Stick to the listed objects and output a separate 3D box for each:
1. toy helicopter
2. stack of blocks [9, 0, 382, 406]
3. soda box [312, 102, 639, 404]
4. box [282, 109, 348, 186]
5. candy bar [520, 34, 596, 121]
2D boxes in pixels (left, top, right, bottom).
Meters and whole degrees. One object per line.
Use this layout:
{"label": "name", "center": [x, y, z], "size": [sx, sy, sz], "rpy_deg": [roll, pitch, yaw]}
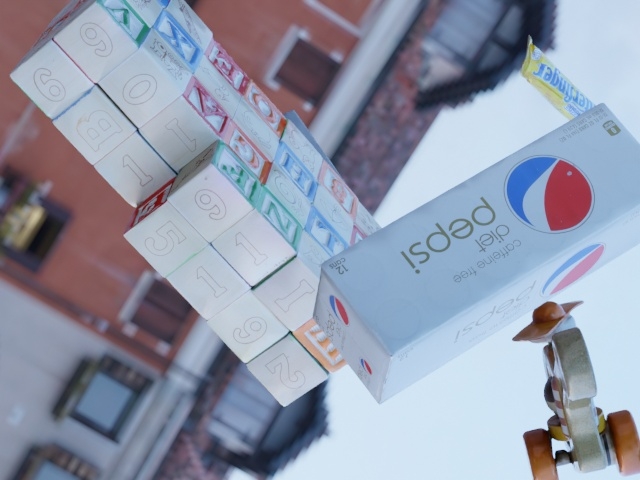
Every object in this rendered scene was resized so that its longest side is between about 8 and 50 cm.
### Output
{"label": "toy helicopter", "center": [0.304, 0.162, 2.117], "size": [0.355, 0.140, 0.235], "rpy_deg": [68, 10, -72]}
{"label": "stack of blocks", "center": [-0.079, -0.047, 1.239], "size": [0.087, 0.297, 0.171], "rpy_deg": [-36, -164, 20]}
{"label": "soda box", "center": [0.104, 0.006, 1.047], "size": [0.216, 0.074, 0.069], "rpy_deg": [-30, 157, -20]}
{"label": "box", "center": [0.000, 0.000, 1.513], "size": [0.145, 0.038, 0.186], "rpy_deg": [56, -18, 34]}
{"label": "candy bar", "center": [0.229, -0.136, 1.633], "size": [0.018, 0.161, 0.040], "rpy_deg": [-6, -118, 38]}
